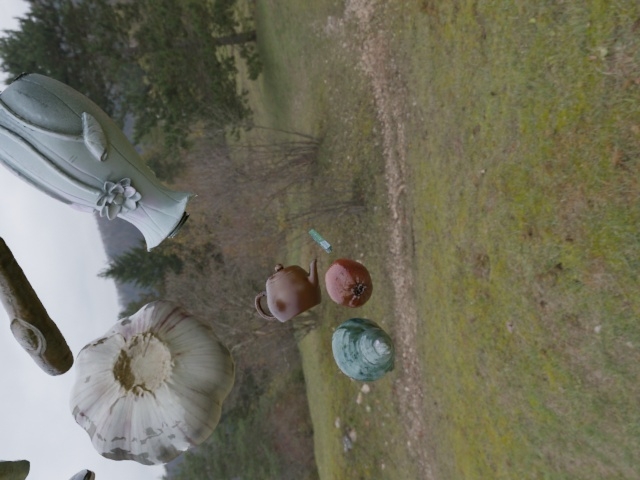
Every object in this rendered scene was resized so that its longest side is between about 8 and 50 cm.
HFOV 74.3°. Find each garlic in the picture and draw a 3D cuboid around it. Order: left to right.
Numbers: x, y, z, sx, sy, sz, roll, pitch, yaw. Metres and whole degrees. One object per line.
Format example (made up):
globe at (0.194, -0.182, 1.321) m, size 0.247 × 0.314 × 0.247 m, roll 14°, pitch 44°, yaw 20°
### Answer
garlic at (-0.259, 0.253, 0.698) m, size 0.253 × 0.244 × 0.245 m, roll 93°, pitch 155°, yaw -50°

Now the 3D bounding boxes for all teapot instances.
teapot at (-0.064, 0.098, 0.836) m, size 0.173 × 0.116 × 0.116 m, roll -32°, pitch 65°, yaw 24°

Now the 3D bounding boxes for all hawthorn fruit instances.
hawthorn fruit at (0.079, 0.128, 1.453) m, size 0.285 × 0.165 × 0.165 m, roll -135°, pitch 34°, yaw -75°

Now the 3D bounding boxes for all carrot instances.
carrot at (-0.540, 0.125, 0.769) m, size 0.070 × 0.070 × 0.343 m, roll -129°, pitch 28°, yaw -51°

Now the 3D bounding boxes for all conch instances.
conch at (0.138, 0.322, 1.239) m, size 0.220 × 0.195 × 0.277 m, roll 33°, pitch 154°, yaw 0°

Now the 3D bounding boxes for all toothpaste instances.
toothpaste at (0.000, 0.000, 1.088) m, size 0.083 × 0.017 × 0.020 m, roll 44°, pitch 168°, yaw 38°

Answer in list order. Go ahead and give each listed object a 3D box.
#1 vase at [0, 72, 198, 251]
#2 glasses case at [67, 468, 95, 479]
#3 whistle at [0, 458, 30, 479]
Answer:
vase at (-0.514, -0.166, 0.993) m, size 0.445 × 0.250 × 0.250 m, roll 39°, pitch 172°, yaw -20°
glasses case at (-0.696, 0.746, 1.074) m, size 0.075 × 0.314 × 0.122 m, roll 45°, pitch 135°, yaw -19°
whistle at (-0.592, 0.376, 0.661) m, size 0.326 × 0.057 × 0.068 m, roll 82°, pitch -148°, yaw -64°
